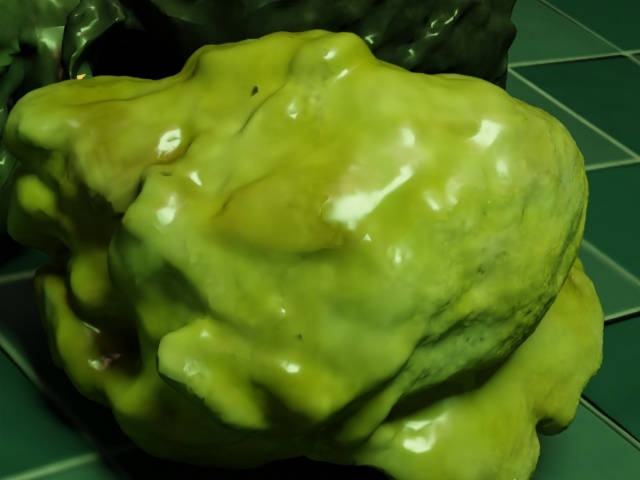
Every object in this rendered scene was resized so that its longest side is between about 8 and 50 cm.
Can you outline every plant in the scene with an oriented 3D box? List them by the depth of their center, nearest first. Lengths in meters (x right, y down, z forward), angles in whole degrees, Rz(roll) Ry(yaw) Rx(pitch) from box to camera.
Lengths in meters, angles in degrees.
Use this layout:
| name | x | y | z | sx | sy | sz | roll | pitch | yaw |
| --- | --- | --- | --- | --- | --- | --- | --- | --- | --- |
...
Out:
| name | x | y | z | sx | sy | sz | roll | pitch | yaw |
| --- | --- | --- | --- | --- | --- | --- | --- | --- | --- |
| plant | -0.074 | -0.120 | 0.872 | 0.312 | 0.213 | 0.215 | -11 | 38 | -28 |

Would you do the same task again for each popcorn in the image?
| name | x | y | z | sx | sy | sz | roll | pitch | yaw |
| --- | --- | --- | --- | --- | --- | --- | --- | --- | --- |
| popcorn | 0.003 | 0.002 | 0.729 | 0.253 | 0.190 | 0.191 | 6 | 36 | -28 |
